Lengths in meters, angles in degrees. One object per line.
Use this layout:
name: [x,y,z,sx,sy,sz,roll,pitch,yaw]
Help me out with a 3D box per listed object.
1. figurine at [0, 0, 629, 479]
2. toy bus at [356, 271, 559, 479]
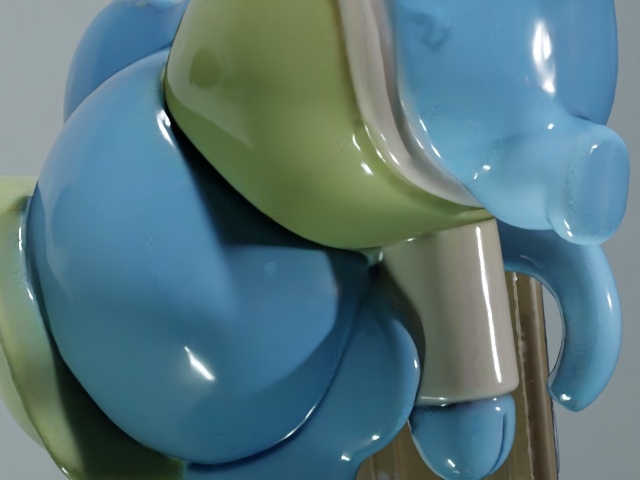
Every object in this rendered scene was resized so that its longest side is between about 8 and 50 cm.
figurine: [-0.003,-0.001,0.528,0.154,0.262,0.180,-39,105,-46]
toy bus: [0.055,0.049,0.908,0.139,0.157,0.290,-4,99,2]
